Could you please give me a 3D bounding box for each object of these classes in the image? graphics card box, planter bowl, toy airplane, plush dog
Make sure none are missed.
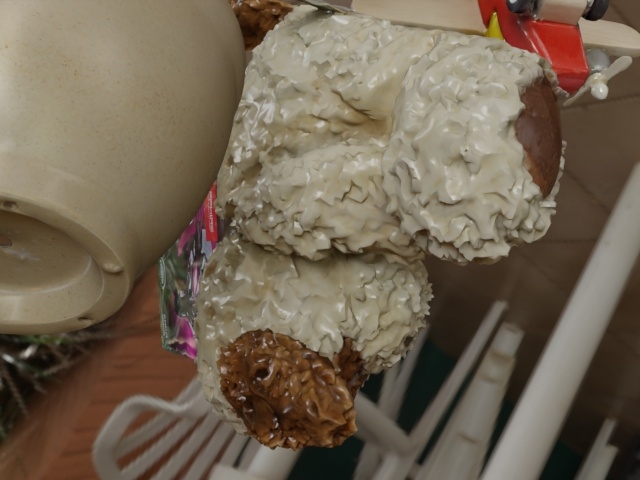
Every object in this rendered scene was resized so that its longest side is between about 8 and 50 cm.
[{"bbox_3d":[-0.105,0.028,1.166,0.094,0.233,0.371,-4,-178,-23],"label":"graphics card box"},{"bbox_3d":[-0.111,-0.033,0.372,0.162,0.109,0.162,1,146,0],"label":"planter bowl"},{"bbox_3d":[0.286,-0.325,1.578,0.386,0.384,0.273,24,120,24],"label":"toy airplane"},{"bbox_3d":[0.000,0.000,0.532,0.210,0.226,0.262,20,-176,7],"label":"plush dog"}]
